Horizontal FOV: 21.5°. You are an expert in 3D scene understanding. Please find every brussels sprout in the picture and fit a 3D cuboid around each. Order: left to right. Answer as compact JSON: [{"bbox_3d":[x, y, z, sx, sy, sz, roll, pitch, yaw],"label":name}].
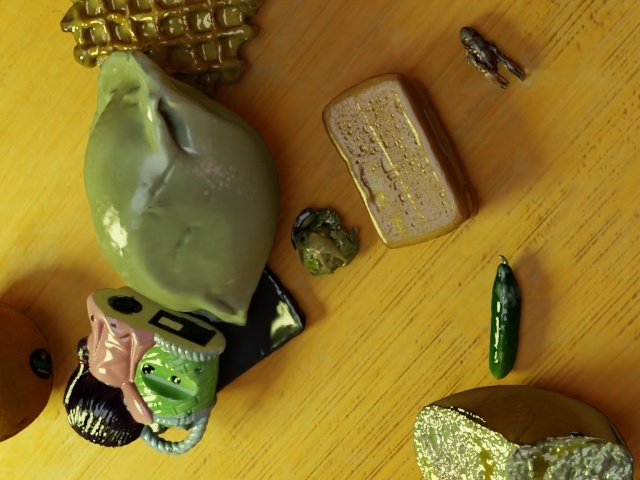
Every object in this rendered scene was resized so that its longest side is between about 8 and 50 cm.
[{"bbox_3d":[0.000,0.000,2.019,0.085,0.058,0.085,-1,87,23],"label":"brussels sprout"}]

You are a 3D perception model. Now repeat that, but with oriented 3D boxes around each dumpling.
[{"bbox_3d":[-0.186,-0.058,1.978,0.270,0.212,0.321,16,102,12],"label":"dumpling"}]

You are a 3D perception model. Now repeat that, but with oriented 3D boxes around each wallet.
[{"bbox_3d":[-0.154,0.122,2.128,0.285,0.030,0.146,-37,86,25],"label":"wallet"}]

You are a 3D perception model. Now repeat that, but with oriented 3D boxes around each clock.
[{"bbox_3d":[-0.222,0.177,2.101,0.194,0.100,0.195,24,115,11],"label":"clock"}]

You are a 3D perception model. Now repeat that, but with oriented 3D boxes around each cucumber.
[{"bbox_3d":[0.215,0.093,1.966,0.037,0.037,0.155,7,107,20],"label":"cucumber"}]

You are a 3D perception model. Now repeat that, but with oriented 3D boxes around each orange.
[{"bbox_3d":[-0.439,0.173,2.163,0.206,0.206,0.206,6,106,20],"label":"orange"}]

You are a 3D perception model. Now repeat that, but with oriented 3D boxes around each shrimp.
[{"bbox_3d":[0.188,-0.202,1.896,0.092,0.038,0.029,38,157,8],"label":"shrimp"}]

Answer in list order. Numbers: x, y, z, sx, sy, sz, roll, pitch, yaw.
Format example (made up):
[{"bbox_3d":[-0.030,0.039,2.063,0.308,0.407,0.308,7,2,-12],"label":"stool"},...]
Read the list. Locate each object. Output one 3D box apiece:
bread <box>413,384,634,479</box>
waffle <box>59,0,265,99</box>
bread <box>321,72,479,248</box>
[{"bbox_3d":[0.247,0.252,1.930,0.260,0.156,0.158,22,122,45],"label":"bread"},{"bbox_3d":[-0.188,-0.281,2.015,0.249,0.056,0.253,28,115,12],"label":"waffle"},{"bbox_3d":[0.093,-0.093,1.942,0.116,0.077,0.200,-25,92,27],"label":"bread"}]
